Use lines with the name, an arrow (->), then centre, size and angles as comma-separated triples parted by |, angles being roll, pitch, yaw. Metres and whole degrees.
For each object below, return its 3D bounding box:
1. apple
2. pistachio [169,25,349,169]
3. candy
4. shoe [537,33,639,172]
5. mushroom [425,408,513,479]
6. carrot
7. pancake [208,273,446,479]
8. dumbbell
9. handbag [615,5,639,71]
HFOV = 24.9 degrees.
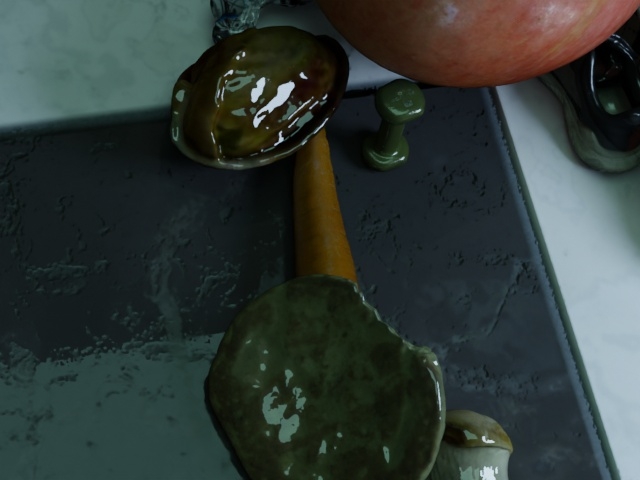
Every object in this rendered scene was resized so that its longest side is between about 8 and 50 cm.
apple -> 0.146, -0.319, 1.431 | 0.364, 0.364, 0.364 | 5, 66, -11
pistachio -> -0.062, -0.152, 1.453 | 0.210, 0.130, 0.165 | -36, 62, -27
candy -> -0.028, -0.272, 1.558 | 0.226, 0.051, 0.094 | -35, 99, -23
shoe -> 0.296, -0.187, 1.556 | 0.099, 0.112, 0.227 | -17, 73, -18
mushroom -> 0.143, 0.316, 1.306 | 0.159, 0.122, 0.328 | 7, 63, -18
carrot -> 0.000, 0.000, 1.437 | 0.069, 0.069, 0.336 | 0, 64, -13
pancake -> 0.006, 0.146, 1.337 | 0.236, 0.042, 0.222 | 22, 96, 21
dumbbell -> 0.073, -0.115, 1.471 | 0.052, 0.118, 0.046 | -26, 69, -19
handbag -> 0.526, -0.248, 1.582 | 0.416, 0.180, 0.316 | -13, 73, -3
